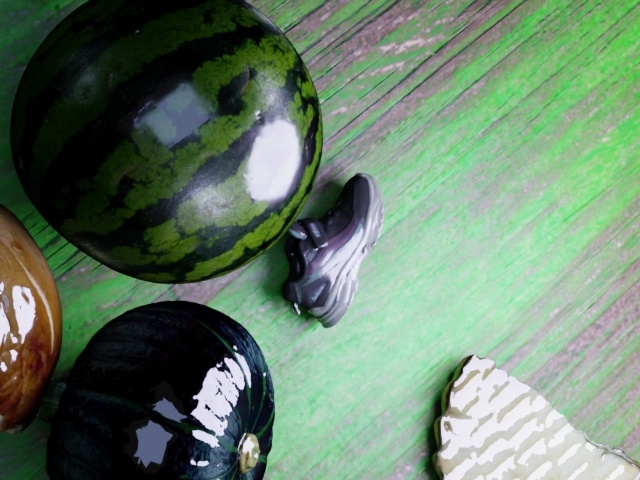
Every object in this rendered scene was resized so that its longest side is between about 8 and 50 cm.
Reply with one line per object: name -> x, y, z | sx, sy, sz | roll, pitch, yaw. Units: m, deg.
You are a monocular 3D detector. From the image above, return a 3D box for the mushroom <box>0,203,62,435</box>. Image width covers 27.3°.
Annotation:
mushroom -> -0.355, 0.088, 1.126 | 0.301, 0.208, 0.233 | -31, 114, -32

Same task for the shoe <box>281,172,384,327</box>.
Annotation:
shoe -> 0.000, 0.000, 1.373 | 0.099, 0.071, 0.169 | 21, 81, -16

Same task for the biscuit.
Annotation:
biscuit -> 0.223, 0.261, 1.452 | 0.273, 0.036, 0.187 | 38, 73, -15

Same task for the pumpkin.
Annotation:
pumpkin -> -0.172, 0.172, 1.222 | 0.248, 0.248, 0.248 | 2, 85, -21

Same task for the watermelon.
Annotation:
watermelon -> -0.139, -0.101, 1.216 | 0.285, 0.285, 0.285 | 2, 85, -21
